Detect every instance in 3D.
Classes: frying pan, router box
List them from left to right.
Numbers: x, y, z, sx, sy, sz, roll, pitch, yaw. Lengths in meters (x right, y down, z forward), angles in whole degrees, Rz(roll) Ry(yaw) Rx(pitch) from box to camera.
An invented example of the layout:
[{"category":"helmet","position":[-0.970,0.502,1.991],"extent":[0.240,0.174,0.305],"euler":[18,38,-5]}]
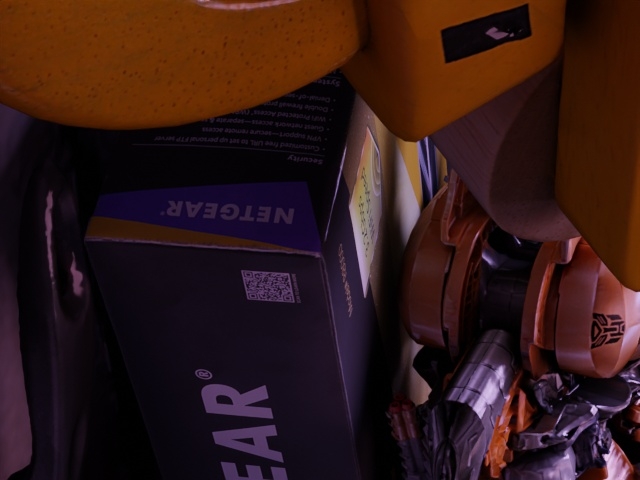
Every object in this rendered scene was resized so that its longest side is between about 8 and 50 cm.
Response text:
[{"category":"frying pan","position":[-0.100,0.148,0.655],"extent":[0.326,0.053,0.197],"euler":[75,26,-49]},{"category":"router box","position":[0.000,0.000,0.772],"extent":[0.309,0.081,0.243],"euler":[80,18,-52]}]

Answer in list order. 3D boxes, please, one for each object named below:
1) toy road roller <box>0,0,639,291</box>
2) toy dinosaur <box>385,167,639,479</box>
[{"category":"toy road roller","position":[-0.001,-0.108,0.471],"extent":[0.240,0.202,0.329],"euler":[-29,150,-11]},{"category":"toy dinosaur","position":[0.098,0.022,0.721],"extent":[0.218,0.164,0.322],"euler":[-28,145,-58]}]
